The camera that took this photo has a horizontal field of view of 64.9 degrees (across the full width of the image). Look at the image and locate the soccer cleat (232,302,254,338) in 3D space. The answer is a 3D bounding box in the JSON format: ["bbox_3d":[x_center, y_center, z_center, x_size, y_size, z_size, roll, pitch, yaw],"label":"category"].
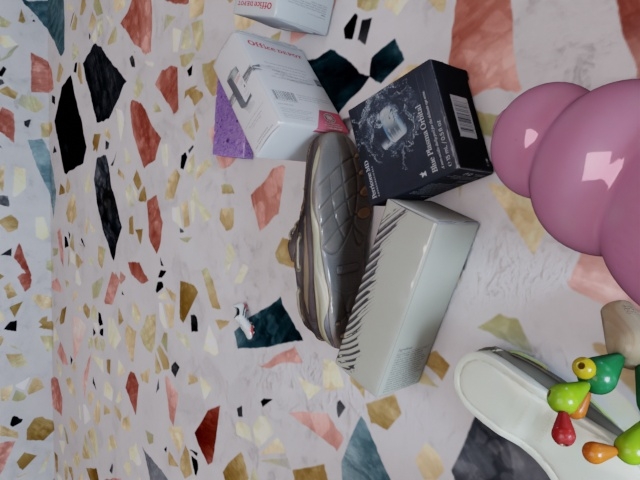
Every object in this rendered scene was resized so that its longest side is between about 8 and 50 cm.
[{"bbox_3d":[-0.169,0.175,1.090,0.029,0.035,0.083,-30,71,42],"label":"soccer cleat"}]

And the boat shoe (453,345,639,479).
[{"bbox_3d":[0.297,0.234,0.579,0.305,0.091,0.109,41,119,36],"label":"boat shoe"}]

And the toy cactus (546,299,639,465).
[{"bbox_3d":[0.328,0.136,0.505,0.112,0.219,0.180,80,-170,-45],"label":"toy cactus"}]

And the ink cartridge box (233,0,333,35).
[{"bbox_3d":[-0.054,-0.464,0.876,0.128,0.127,0.176,27,112,41],"label":"ink cartridge box"}]

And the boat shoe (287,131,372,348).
[{"bbox_3d":[0.000,0.000,0.843,0.130,0.132,0.355,1,91,45],"label":"boat shoe"}]

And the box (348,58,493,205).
[{"bbox_3d":[0.139,-0.144,0.721,0.158,0.093,0.156,-22,76,45],"label":"box"}]

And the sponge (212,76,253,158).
[{"bbox_3d":[-0.184,-0.285,1.087,0.117,0.031,0.210,13,100,44],"label":"sponge"}]

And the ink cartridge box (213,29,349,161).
[{"bbox_3d":[-0.072,-0.249,0.883,0.092,0.158,0.218,-43,62,39],"label":"ink cartridge box"}]

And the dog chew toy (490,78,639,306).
[{"bbox_3d":[0.307,-0.060,0.489,0.332,0.206,0.207,43,121,45],"label":"dog chew toy"}]

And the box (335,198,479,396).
[{"bbox_3d":[0.122,0.082,0.737,0.094,0.113,0.275,32,113,41],"label":"box"}]
